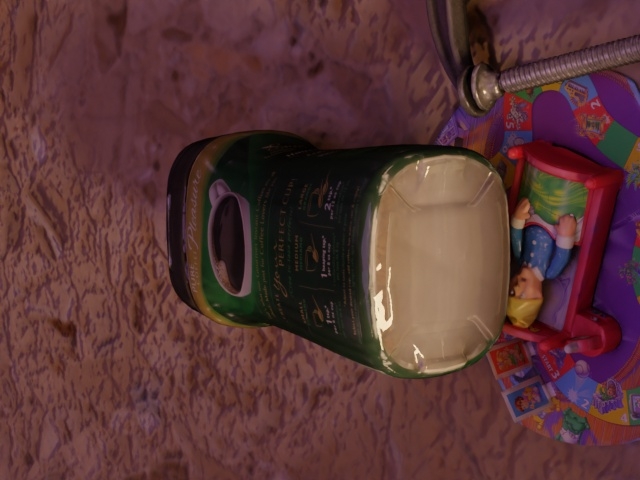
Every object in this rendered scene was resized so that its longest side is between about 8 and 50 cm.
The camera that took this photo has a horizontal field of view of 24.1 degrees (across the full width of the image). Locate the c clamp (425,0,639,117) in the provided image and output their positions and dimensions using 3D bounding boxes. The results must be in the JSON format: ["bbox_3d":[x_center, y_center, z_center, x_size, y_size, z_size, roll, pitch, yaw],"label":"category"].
[{"bbox_3d":[0.103,-0.090,0.602,0.161,0.022,0.137,-3,87,44],"label":"c clamp"}]

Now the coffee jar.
[{"bbox_3d":[0.000,0.000,0.674,0.184,0.079,0.096,12,104,55],"label":"coffee jar"}]

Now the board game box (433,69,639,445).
[{"bbox_3d":[0.097,0.009,0.637,0.133,0.033,0.168,-34,76,43],"label":"board game box"}]
